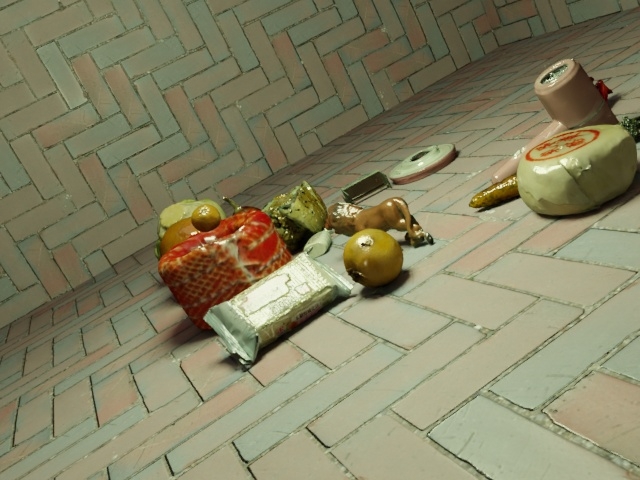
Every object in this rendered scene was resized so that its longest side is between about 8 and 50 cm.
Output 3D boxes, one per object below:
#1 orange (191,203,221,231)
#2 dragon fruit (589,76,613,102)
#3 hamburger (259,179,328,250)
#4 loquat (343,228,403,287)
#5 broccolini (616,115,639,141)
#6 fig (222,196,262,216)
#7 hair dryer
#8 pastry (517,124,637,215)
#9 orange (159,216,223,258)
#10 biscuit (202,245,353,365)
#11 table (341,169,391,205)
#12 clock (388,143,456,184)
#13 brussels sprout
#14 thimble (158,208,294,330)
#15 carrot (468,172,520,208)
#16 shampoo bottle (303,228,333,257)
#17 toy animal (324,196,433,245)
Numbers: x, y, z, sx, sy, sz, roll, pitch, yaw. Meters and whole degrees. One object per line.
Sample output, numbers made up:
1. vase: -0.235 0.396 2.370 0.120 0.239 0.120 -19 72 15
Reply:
1. orange: -0.304 -0.059 1.841 0.085 0.085 0.085 -25 15 7
2. dragon fruit: 0.761 -0.412 1.998 0.192 0.122 0.092 -42 5 -37
3. hamburger: -0.076 -0.065 2.160 0.168 0.192 0.288 -37 12 18
4. loquat: 0.118 0.039 1.543 0.141 0.141 0.141 -25 15 7
5. broccolini: 0.778 -0.297 1.680 0.058 0.067 0.216 32 51 27
6. fig: -0.260 -0.057 2.487 0.148 0.202 0.149 -25 -29 -53
7. hair dryer: 0.546 -0.257 1.719 0.352 0.210 0.125 -42 20 2
8. pastry: 0.540 -0.152 1.467 0.265 0.133 0.265 -21 15 6
9. orange: -0.392 0.036 2.239 0.264 0.264 0.264 -25 15 7
10. biscuit: -0.093 0.146 1.579 0.309 0.079 0.186 -30 49 -21
11. table: 0.150 -0.182 2.386 0.146 0.062 0.175 -28 17 -3
12. clock: 0.340 -0.263 2.339 0.245 0.056 0.244 -25 14 7
13. brussels sprout: -0.459 -0.026 2.479 0.274 0.316 0.243 -28 55 -30
14. thimble: -0.250 0.078 1.871 0.350 0.230 0.350 -27 14 7
15. carrot: 0.500 -0.144 1.650 0.314 0.066 0.066 -26 14 19
16. shampoo bottle: 0.000 0.000 2.054 0.077 0.045 0.152 -23 17 22
17. toy animal: 0.139 -0.046 1.751 0.313 0.157 0.097 -16 20 42
